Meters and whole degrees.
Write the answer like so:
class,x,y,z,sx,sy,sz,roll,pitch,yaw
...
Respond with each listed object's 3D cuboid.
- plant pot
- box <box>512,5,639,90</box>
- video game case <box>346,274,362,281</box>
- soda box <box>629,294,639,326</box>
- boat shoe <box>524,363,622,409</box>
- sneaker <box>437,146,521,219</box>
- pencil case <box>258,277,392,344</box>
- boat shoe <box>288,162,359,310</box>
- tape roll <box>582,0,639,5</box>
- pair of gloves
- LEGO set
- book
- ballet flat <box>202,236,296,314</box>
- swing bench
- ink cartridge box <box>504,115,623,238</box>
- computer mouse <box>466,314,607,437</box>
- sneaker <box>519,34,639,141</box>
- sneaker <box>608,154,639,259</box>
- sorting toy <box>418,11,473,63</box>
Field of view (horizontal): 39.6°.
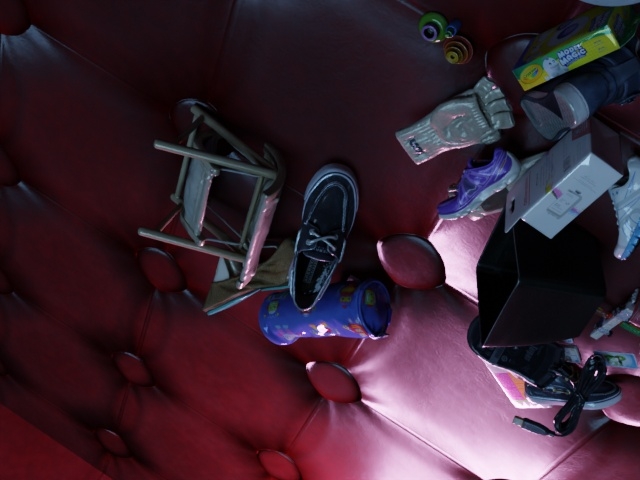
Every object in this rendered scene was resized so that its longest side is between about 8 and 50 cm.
class,x,y,z,sx,sy,sz,roll,pitch,yaw
plant pot,0.374,0.068,1.501,0.166,0.188,0.187,10,137,-4
box,0.365,-0.282,1.245,0.179,0.105,0.043,-19,116,43
video game case,0.083,0.133,1.891,0.087,0.011,0.122,31,139,8
soda box,0.596,0.050,1.406,0.092,0.083,0.263,29,139,11
boat shoe,0.478,0.269,1.691,0.183,0.065,0.083,-3,120,18
sneaker,0.254,-0.097,1.471,0.071,0.068,0.170,48,124,-4
pencil case,0.015,0.153,1.860,0.306,0.119,0.133,-10,145,41
boat shoe,0.000,0.000,1.704,0.108,0.102,0.301,16,120,-8
tape roll,0.380,-0.416,1.136,0.219,0.072,0.219,18,136,19
pair of gloves,0.270,-0.143,1.482,0.240,0.042,0.204,45,133,-18
LEGO set,0.505,0.161,1.620,0.244,0.060,0.182,2,140,35
book,0.399,0.277,1.792,0.096,0.035,0.144,-16,116,45
ballet flat,-0.152,0.067,1.932,0.342,0.116,0.124,-21,94,44
swing bench,-0.200,-0.085,1.759,0.254,0.165,0.253,27,131,6
ink cartridge box,0.374,-0.087,1.380,0.067,0.115,0.198,32,130,-12
computer mouse,0.381,0.251,1.659,0.261,0.060,0.184,23,95,6
sneaker,0.392,-0.224,1.298,0.086,0.163,0.226,55,177,-7
sneaker,0.490,-0.056,1.404,0.082,0.071,0.191,26,130,21
sorting toy,0.193,-0.313,1.383,0.102,0.042,0.061,37,139,1
